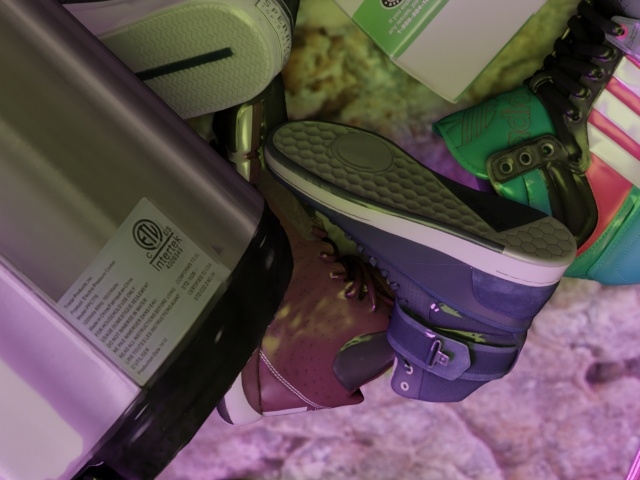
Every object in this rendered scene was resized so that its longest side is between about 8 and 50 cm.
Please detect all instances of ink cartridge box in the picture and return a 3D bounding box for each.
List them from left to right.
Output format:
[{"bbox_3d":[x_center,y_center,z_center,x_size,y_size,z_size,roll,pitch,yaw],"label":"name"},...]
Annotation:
[{"bbox_3d":[0.060,-0.222,1.303,0.154,0.212,0.093,-48,142,12],"label":"ink cartridge box"}]

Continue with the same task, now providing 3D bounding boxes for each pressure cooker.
[{"bbox_3d":[-0.270,-0.013,1.174,0.420,0.370,0.375,43,107,-12],"label":"pressure cooker"}]

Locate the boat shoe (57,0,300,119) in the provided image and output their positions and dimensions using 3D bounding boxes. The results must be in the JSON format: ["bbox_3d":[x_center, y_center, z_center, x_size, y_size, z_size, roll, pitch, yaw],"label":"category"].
[{"bbox_3d":[-0.160,-0.132,1.384,0.335,0.119,0.121,-5,120,23],"label":"boat shoe"}]

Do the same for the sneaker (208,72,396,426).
[{"bbox_3d":[0.000,0.000,1.435,0.162,0.106,0.281,-1,111,-10],"label":"sneaker"}]

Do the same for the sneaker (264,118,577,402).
[{"bbox_3d":[0.047,0.021,1.360,0.226,0.086,0.163,26,130,7],"label":"sneaker"}]

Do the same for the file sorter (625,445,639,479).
[{"bbox_3d":[0.305,0.224,1.377,0.182,0.291,0.202,22,105,4],"label":"file sorter"}]

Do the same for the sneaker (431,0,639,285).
[{"bbox_3d":[0.170,-0.105,1.385,0.178,0.124,0.296,-4,107,-8],"label":"sneaker"}]
